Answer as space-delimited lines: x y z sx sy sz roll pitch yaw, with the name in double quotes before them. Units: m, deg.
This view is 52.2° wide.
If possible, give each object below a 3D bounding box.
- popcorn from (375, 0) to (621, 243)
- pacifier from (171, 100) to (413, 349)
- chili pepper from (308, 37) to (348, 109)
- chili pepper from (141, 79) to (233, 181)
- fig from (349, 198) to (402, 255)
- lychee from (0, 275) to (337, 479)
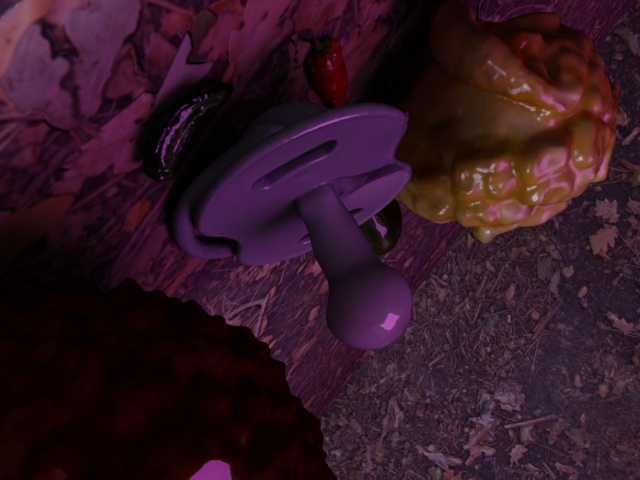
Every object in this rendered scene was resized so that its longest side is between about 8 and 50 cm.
"popcorn" 0.224 -0.185 0.899 0.349 0.349 0.382 -43 123 -27
"pacifier" 0.000 0.000 0.721 0.288 0.269 0.343 -28 160 5
"chili pepper" 0.014 -0.182 0.767 0.045 0.027 0.178 -50 165 -9
"chili pepper" -0.119 -0.106 0.571 0.118 0.035 0.055 -57 178 -18
"fig" 0.072 -0.051 1.071 0.117 0.117 0.177 -51 148 -4
"lychee" -0.183 0.238 0.465 0.425 0.424 0.500 -57 -171 17
